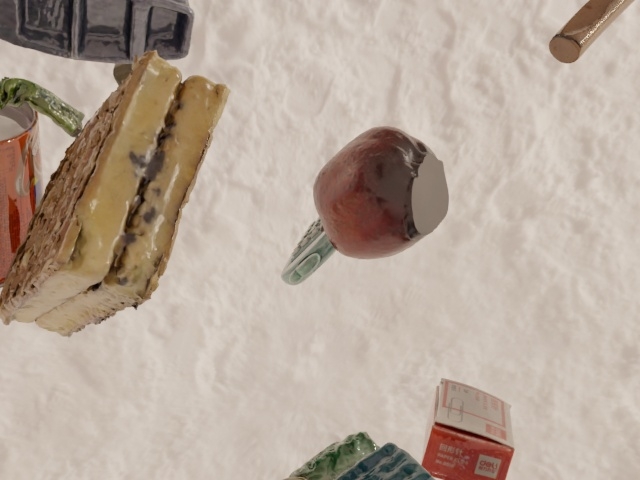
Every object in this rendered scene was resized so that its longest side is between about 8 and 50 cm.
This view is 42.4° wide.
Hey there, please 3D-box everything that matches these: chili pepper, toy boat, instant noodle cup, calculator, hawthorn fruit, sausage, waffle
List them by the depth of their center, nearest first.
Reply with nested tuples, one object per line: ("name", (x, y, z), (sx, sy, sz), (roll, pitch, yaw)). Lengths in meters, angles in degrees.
("chili pepper", (-0.190, -0.089, 0.529), (0.022, 0.083, 0.027), (44, 112, 44))
("sausage", (0.207, -0.169, 0.598), (0.026, 0.026, 0.116), (44, 67, 7))
("waffle", (-0.211, -0.025, 0.786), (0.091, 0.308, 0.212), (26, 66, -22))
("instant noodle cup", (-0.459, -0.078, 1.036), (0.250, 0.250, 0.192), (17, 122, 2))
("toy boat", (-0.310, -0.299, 1.081), (0.283, 0.127, 0.078), (3, 57, -17))
("hawthorn fruit", (0.089, -0.068, 1.369), (0.215, 0.250, 0.215), (22, 50, -29))
("calculator", (0.000, 0.000, 1.587), (0.042, 0.295, 0.184), (41, 118, -9))

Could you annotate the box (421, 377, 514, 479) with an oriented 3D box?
("box", (0.235, 0.308, 1.312), (0.133, 0.182, 0.099), (16, 104, 9))

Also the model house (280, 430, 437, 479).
("model house", (0.060, 0.323, 0.792), (0.194, 0.325, 0.267), (-30, 76, -17))

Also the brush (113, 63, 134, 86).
("brush", (-0.389, -0.333, 1.813), (0.059, 0.197, 0.123), (-8, 46, 11))
